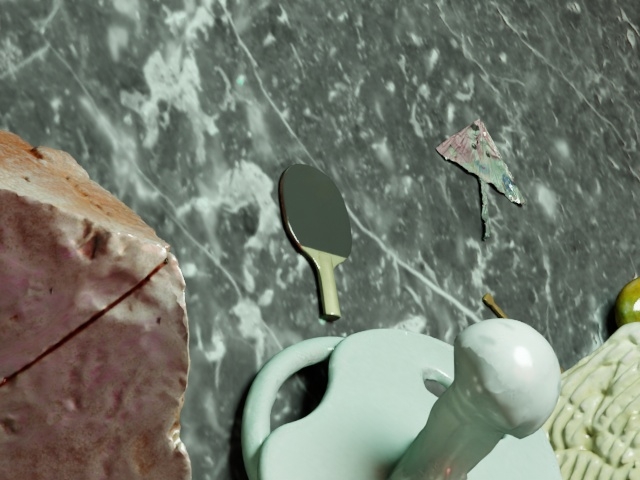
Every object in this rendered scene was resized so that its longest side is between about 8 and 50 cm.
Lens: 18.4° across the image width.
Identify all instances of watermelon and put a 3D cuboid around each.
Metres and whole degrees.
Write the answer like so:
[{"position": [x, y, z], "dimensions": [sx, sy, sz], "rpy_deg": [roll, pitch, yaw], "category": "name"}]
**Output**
[{"position": [-0.220, 0.066, 1.364], "dimensions": [0.222, 0.319, 0.292], "rpy_deg": [-74, 173, -78], "category": "watermelon"}]

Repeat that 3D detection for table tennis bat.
[{"position": [0.000, 0.000, 1.806], "dimensions": [0.087, 0.013, 0.156], "rpy_deg": [20, 53, -44], "category": "table tennis bat"}]

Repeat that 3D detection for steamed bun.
[{"position": [0.315, 0.253, 1.836], "dimensions": [0.206, 0.275, 0.320], "rpy_deg": [35, 78, -52], "category": "steamed bun"}]

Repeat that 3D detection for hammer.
[{"position": [0.204, 0.099, 1.992], "dimensions": [0.123, 0.014, 0.029], "rpy_deg": [46, 30, -17], "category": "hammer"}]

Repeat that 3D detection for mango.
[{"position": [0.382, 0.092, 2.151], "dimensions": [0.165, 0.089, 0.115], "rpy_deg": [40, 51, -23], "category": "mango"}]

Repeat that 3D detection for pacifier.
[{"position": [0.091, 0.157, 1.616], "dimensions": [0.288, 0.269, 0.343], "rpy_deg": [35, 35, 1], "category": "pacifier"}]

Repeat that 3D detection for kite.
[{"position": [0.168, -0.066, 2.056], "dimensions": [0.139, 0.011, 0.156], "rpy_deg": [26, 48, -35], "category": "kite"}]
